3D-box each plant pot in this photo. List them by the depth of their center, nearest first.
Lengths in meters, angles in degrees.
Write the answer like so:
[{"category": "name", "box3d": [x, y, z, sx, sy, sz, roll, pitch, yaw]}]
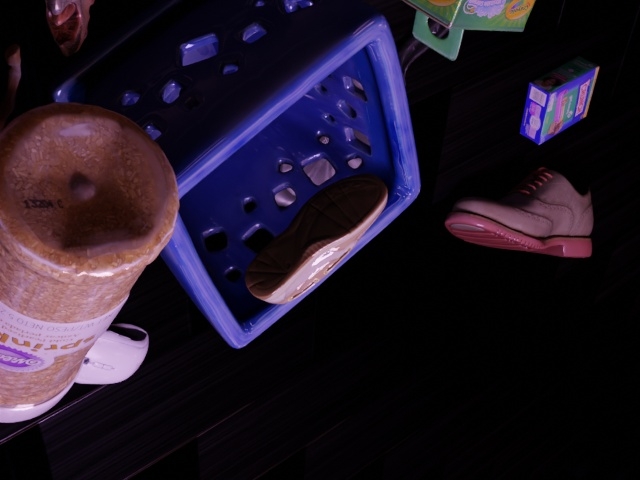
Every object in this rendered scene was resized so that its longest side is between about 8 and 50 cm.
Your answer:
[{"category": "plant pot", "box3d": [-0.075, -0.090, 0.825, 0.236, 0.212, 0.236, -40, 146, -13]}]

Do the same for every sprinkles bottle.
[{"category": "sprinkles bottle", "box3d": [-0.209, 0.035, 0.714, 0.121, 0.121, 0.355, -25, 169, -33]}]

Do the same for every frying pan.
[{"category": "frying pan", "box3d": [0.047, -0.138, 1.081, 0.326, 0.053, 0.197, -25, 142, -28]}]

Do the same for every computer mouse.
[{"category": "computer mouse", "box3d": [-0.243, 0.117, 0.999, 0.193, 0.042, 0.106, 13, 112, -55]}]

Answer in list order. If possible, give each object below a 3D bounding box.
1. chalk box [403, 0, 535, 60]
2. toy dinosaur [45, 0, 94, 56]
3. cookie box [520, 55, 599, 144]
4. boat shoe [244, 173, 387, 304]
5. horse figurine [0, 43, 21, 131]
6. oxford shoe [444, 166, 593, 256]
[{"category": "chalk box", "box3d": [0.142, -0.288, 0.954, 0.132, 0.132, 0.213, -10, 130, -45]}, {"category": "toy dinosaur", "box3d": [-0.124, -0.283, 0.661, 0.296, 0.127, 0.200, -46, 157, -27]}, {"category": "cookie box", "box3d": [0.339, -0.200, 1.367, 0.107, 0.040, 0.092, -31, 143, -28]}, {"category": "boat shoe", "box3d": [0.000, 0.000, 0.770, 0.135, 0.050, 0.045, -38, 151, 2]}, {"category": "horse figurine", "box3d": [-0.309, -0.044, 0.730, 0.263, 0.066, 0.175, -23, 137, -36]}, {"category": "oxford shoe", "box3d": [0.303, -0.049, 1.447, 0.348, 0.123, 0.130, 6, 93, -51]}]
